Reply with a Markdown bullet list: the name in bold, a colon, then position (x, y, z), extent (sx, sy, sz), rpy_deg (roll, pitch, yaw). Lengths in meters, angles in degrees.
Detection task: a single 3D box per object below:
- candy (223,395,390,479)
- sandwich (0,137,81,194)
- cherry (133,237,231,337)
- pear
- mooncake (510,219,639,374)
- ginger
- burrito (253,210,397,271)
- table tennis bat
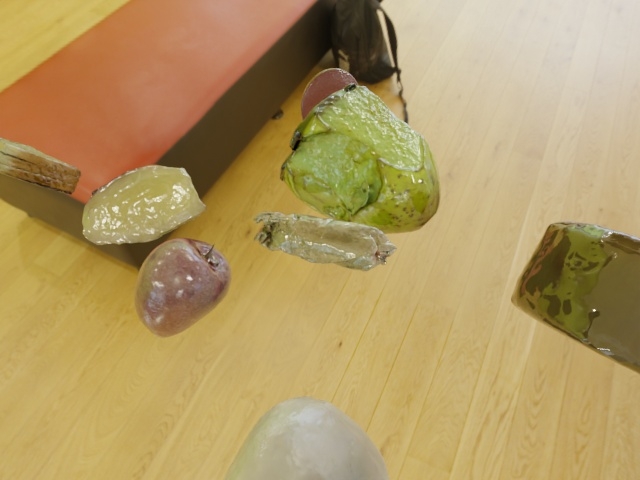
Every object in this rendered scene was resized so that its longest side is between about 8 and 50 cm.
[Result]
- **candy**: position (-0.013, 0.494, 0.788), extent (0.386, 0.186, 0.427), rpy_deg (57, 37, -5)
- **sandwich**: position (-0.905, -0.240, 1.344), extent (0.274, 0.249, 0.095), rpy_deg (22, 90, 26)
- **cherry**: position (-0.370, 0.121, 1.212), extent (0.221, 0.261, 0.307), rpy_deg (36, 100, 13)
- **pear**: position (0.072, -0.096, 0.799), extent (0.255, 0.238, 0.164), rpy_deg (43, 54, 8)
- **mooncake**: position (0.415, 0.085, 0.607), extent (0.285, 0.284, 0.155), rpy_deg (29, 97, 15)
- **ginger**: position (-0.315, -0.061, 0.768), extent (0.193, 0.115, 0.123), rpy_deg (-29, 22, -34)
- **burrito**: position (-0.001, 0.000, 0.547), extent (0.189, 0.045, 0.057), rpy_deg (11, 84, 23)
- **table tennis bat**: position (0.028, -0.408, 1.502), extent (0.201, 0.309, 0.038), rpy_deg (3, 33, -16)
